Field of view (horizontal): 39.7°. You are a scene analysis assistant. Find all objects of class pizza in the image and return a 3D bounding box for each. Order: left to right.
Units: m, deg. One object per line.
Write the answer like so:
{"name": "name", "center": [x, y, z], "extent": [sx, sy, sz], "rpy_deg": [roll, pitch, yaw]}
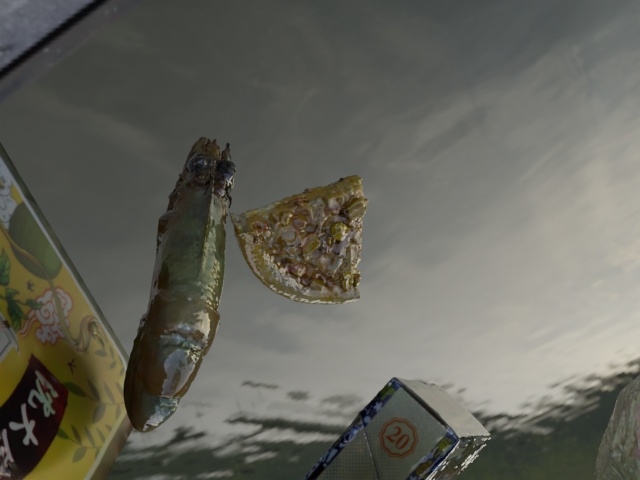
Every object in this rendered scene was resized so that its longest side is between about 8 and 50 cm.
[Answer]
{"name": "pizza", "center": [0.000, 0.000, 0.808], "extent": [0.131, 0.041, 0.178], "rpy_deg": [-42, 134, -3]}

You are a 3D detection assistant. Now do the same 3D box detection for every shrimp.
{"name": "shrimp", "center": [-0.116, 0.029, 0.743], "extent": [0.061, 0.267, 0.145], "rpy_deg": [13, 156, -18]}

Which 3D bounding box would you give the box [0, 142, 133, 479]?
{"name": "box", "center": [-0.315, 0.059, 0.614], "extent": [0.138, 0.420, 0.373], "rpy_deg": [-23, -163, 12]}

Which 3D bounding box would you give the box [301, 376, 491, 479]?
{"name": "box", "center": [0.021, 0.274, 0.851], "extent": [0.310, 0.084, 0.198], "rpy_deg": [-49, 158, 4]}

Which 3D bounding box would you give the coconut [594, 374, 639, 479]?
{"name": "coconut", "center": [0.272, 0.160, 0.585], "extent": [0.194, 0.194, 0.194], "rpy_deg": [-19, 154, -10]}
